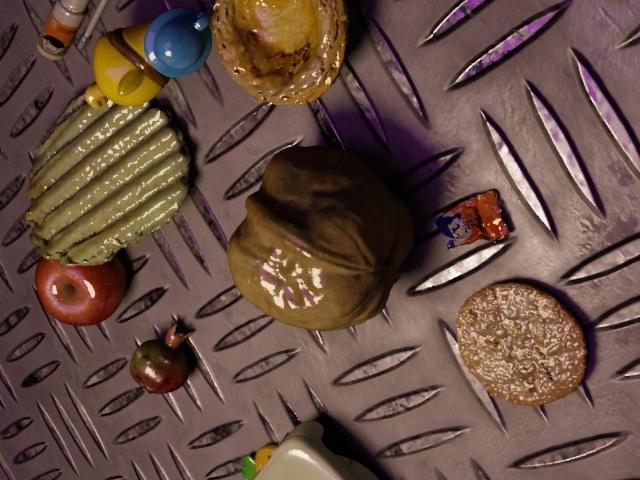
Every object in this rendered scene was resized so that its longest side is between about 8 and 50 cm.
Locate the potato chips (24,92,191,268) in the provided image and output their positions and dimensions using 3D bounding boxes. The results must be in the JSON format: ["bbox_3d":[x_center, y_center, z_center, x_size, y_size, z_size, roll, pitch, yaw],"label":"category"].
[{"bbox_3d":[-0.449,-0.139,1.576,0.429,0.070,0.358,-31,71,22],"label":"potato chips"}]

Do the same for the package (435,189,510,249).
[{"bbox_3d":[0.238,-0.026,1.212,0.110,0.033,0.077,-23,69,24],"label":"package"}]

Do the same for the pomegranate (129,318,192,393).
[{"bbox_3d":[-0.328,0.258,1.662,0.159,0.129,0.129,-39,80,-7],"label":"pomegranate"}]

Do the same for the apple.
[{"bbox_3d":[-0.518,0.084,1.693,0.201,0.162,0.201,3,106,12],"label":"apple"}]

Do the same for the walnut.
[{"bbox_3d":[0.001,-0.002,1.244,0.277,0.253,0.282,32,123,21],"label":"walnut"}]

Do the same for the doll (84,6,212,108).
[{"bbox_3d":[-0.309,-0.337,1.383,0.363,0.199,0.145,-12,141,46],"label":"doll"}]

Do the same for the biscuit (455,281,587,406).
[{"bbox_3d":[0.314,0.166,1.227,0.219,0.033,0.220,13,114,32],"label":"biscuit"}]

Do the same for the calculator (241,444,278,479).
[{"bbox_3d":[-0.066,0.497,1.607,0.234,0.032,0.146,8,111,31],"label":"calculator"}]

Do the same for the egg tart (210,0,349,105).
[{"bbox_3d":[-0.057,-0.360,1.242,0.288,0.118,0.288,14,115,32],"label":"egg tart"}]

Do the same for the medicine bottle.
[{"bbox_3d":[-0.491,-0.450,1.552,0.092,0.061,0.221,36,127,-11],"label":"medicine bottle"}]

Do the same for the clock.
[{"bbox_3d":[0.017,0.531,1.490,0.324,0.108,0.265,38,117,6],"label":"clock"}]
